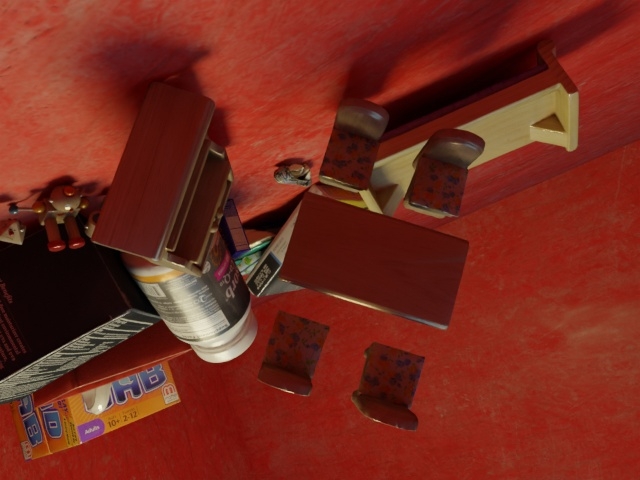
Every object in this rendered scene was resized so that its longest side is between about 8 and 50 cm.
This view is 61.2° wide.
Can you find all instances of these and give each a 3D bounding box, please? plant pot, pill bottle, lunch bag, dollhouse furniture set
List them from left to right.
[{"bbox_3d":[-0.493,0.197,1.209,0.267,0.236,0.267,-11,167,-46],"label":"plant pot"},{"bbox_3d":[-0.218,0.084,0.961,0.162,0.162,0.278,-20,131,0],"label":"pill bottle"},{"bbox_3d":[-0.133,0.019,1.420,0.176,0.090,0.219,-13,167,-41],"label":"lunch bag"},{"bbox_3d":[-0.013,-0.005,0.646,0.394,0.362,0.256,17,170,-1],"label":"dollhouse furniture set"}]

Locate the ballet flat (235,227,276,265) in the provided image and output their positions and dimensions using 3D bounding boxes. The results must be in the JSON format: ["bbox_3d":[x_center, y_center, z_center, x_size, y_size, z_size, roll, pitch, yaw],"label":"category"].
[{"bbox_3d":[-0.204,0.018,1.295,0.248,0.086,0.086,-33,166,36],"label":"ballet flat"}]

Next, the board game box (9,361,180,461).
[{"bbox_3d":[-0.744,0.441,1.737,0.356,0.357,0.356,-26,170,34],"label":"board game box"}]

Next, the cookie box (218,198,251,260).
[{"bbox_3d":[-0.188,-0.012,1.040,0.040,0.107,0.092,-12,168,-44],"label":"cookie box"}]

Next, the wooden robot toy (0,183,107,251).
[{"bbox_3d":[-0.325,-0.038,0.708,0.173,0.076,0.079,-13,158,-44],"label":"wooden robot toy"}]

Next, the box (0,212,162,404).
[{"bbox_3d":[-0.449,0.121,0.888,0.294,0.183,0.296,-29,175,-12],"label":"box"}]

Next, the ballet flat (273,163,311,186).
[{"bbox_3d":[-0.039,-0.119,0.969,0.041,0.041,0.114,-25,171,27],"label":"ballet flat"}]

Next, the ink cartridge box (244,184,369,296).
[{"bbox_3d":[0.000,0.000,1.316,0.307,0.072,0.304,-3,134,-56],"label":"ink cartridge box"}]

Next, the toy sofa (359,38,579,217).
[{"bbox_3d":[0.215,-0.184,0.893,0.362,0.177,0.150,-22,147,13],"label":"toy sofa"}]

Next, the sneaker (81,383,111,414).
[{"bbox_3d":[-0.668,0.335,1.463,0.152,0.305,0.114,0,143,-50],"label":"sneaker"}]
